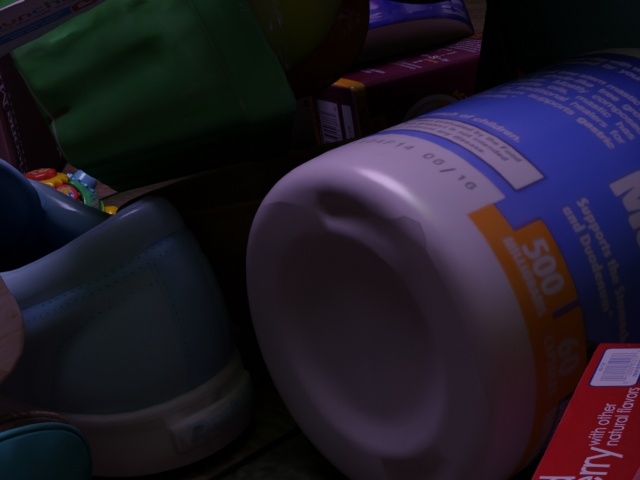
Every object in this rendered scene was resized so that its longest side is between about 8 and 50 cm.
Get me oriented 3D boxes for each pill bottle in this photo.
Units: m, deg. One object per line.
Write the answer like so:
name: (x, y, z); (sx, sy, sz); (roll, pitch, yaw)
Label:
pill bottle: (0.113, -0.002, 0.554); (0.272, 0.152, 0.152); (-24, 23, -36)

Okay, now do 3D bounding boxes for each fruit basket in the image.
fruit basket: (0.001, -0.165, 0.639); (0.353, 0.165, 0.327); (-34, 0, -2)

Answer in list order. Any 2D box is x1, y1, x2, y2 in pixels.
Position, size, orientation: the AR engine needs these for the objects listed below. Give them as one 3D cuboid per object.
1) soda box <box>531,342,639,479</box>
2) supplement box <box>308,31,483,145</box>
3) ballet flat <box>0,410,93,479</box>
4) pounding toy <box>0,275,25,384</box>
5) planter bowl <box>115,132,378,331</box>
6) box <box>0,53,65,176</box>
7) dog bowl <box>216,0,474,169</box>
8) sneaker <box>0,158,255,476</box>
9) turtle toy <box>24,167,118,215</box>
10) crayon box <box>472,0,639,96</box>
soda box: (0.084, 0.120, 0.295); (0.083, 0.092, 0.263); (0, 20, 26)
supplement box: (0.095, -0.091, 0.905); (0.188, 0.104, 0.081); (-18, 20, -21)
ballet flat: (-0.165, 0.125, 0.452); (0.067, 0.073, 0.206); (-10, 14, 26)
pounding toy: (-0.263, 0.061, 0.480); (0.269, 0.154, 0.155); (-42, 11, -35)
planter bowl: (0.000, 0.000, 0.685); (0.217, 0.090, 0.217); (-12, 10, 2)
box: (-0.330, -0.138, 1.130); (0.143, 0.191, 0.381); (-10, 19, 0)
dog bowl: (-0.013, -0.159, 0.980); (0.265, 0.104, 0.265); (-22, -11, -4)
sneaker: (-0.195, 0.019, 0.653); (0.366, 0.150, 0.135); (2, 20, 31)
turtle toy: (-0.207, -0.016, 0.898); (0.095, 0.066, 0.130); (-7, 18, 10)
crayon box: (0.261, -0.109, 0.759); (0.319, 0.081, 0.202); (-10, -17, 1)
